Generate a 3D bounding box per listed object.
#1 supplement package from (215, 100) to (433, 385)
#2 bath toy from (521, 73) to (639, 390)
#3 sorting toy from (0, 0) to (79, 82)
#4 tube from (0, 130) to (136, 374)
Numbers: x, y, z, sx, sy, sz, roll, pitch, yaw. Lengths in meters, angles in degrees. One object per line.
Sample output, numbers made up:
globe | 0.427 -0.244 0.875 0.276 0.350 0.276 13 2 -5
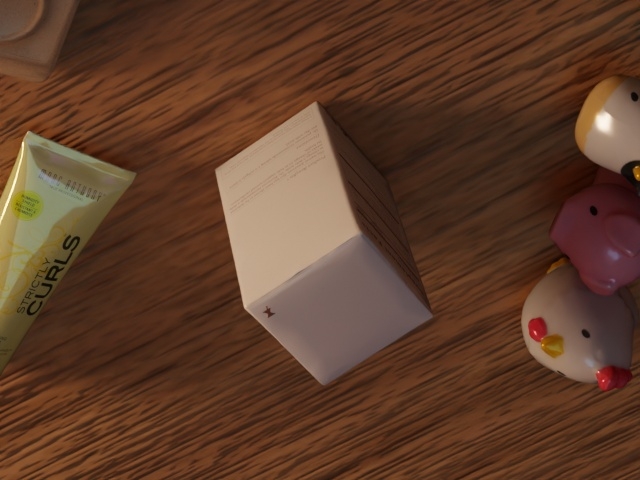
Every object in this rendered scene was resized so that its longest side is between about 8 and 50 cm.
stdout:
supplement package | 0.000 0.000 1.406 0.105 0.179 0.105 -32 126 13
bath toy | 0.251 -0.020 1.478 0.151 0.129 0.348 8 125 -18
sorting toy | -0.252 -0.215 1.287 0.193 0.038 0.208 14 127 -21
tube | -0.241 0.025 1.454 0.240 0.062 0.070 -57 158 21
